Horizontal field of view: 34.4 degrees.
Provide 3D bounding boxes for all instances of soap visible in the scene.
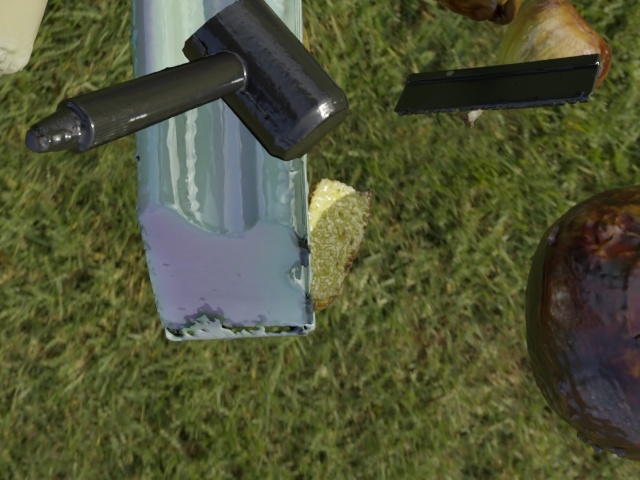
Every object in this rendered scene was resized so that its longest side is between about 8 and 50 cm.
[{"bbox_3d":[-0.088,-0.127,0.992,0.156,0.261,0.445,-3,85,0],"label":"soap"}]

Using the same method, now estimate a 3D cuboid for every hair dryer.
[{"bbox_3d":[-0.084,-0.088,0.678,0.114,0.248,0.070,50,128,6],"label":"hair dryer"}]

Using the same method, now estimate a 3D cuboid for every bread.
[{"bbox_3d":[0.000,0.000,1.359,0.103,0.065,0.187,30,68,-22],"label":"bread"}]

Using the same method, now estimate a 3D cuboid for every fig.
[{"bbox_3d":[0.308,-0.259,1.501,0.231,0.143,0.160,-27,78,-22],"label":"fig"}]

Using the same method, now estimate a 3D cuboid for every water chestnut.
[{"bbox_3d":[0.408,0.090,1.206,0.351,0.302,0.350,11,71,-34],"label":"water chestnut"}]

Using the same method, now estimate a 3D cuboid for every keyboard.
[{"bbox_3d":[0.197,-0.170,1.162,0.231,0.072,0.023,-1,137,29],"label":"keyboard"}]

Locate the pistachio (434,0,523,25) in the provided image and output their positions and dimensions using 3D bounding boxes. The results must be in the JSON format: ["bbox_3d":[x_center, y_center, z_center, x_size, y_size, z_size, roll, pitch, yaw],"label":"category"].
[{"bbox_3d":[0.154,-0.303,1.084,0.131,0.210,0.165,-20,109,-19],"label":"pistachio"}]

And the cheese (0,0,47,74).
[{"bbox_3d":[-0.208,-0.148,0.455,0.127,0.266,0.233,11,118,9],"label":"cheese"}]

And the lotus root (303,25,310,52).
[{"bbox_3d":[-0.093,-0.169,1.287,0.129,0.145,0.260,16,97,-5],"label":"lotus root"}]
